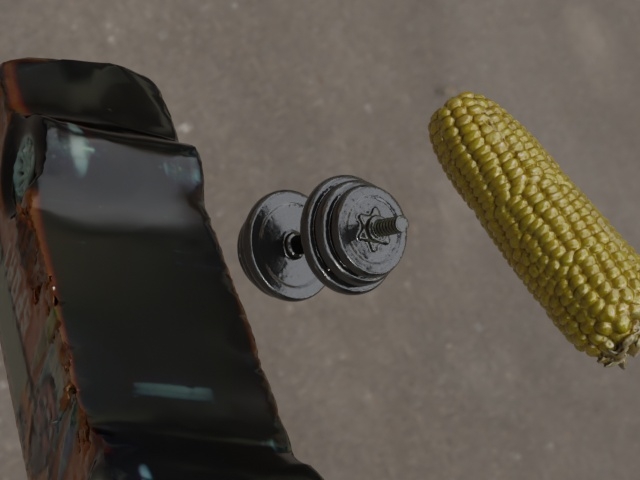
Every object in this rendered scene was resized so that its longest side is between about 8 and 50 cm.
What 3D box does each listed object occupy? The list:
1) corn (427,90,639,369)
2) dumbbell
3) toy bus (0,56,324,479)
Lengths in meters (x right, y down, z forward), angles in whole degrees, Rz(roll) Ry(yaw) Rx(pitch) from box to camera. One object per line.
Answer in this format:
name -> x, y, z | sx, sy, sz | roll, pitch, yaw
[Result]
corn -> 0.214, -0.016, 1.512 | 0.305, 0.106, 0.106 | 54, 28, 16
dumbbell -> 0.000, 0.000, 1.321 | 0.099, 0.208, 0.099 | 7, 79, -38
toy bus -> -0.073, 0.064, 0.643 | 0.093, 0.092, 0.409 | 7, 36, -25
